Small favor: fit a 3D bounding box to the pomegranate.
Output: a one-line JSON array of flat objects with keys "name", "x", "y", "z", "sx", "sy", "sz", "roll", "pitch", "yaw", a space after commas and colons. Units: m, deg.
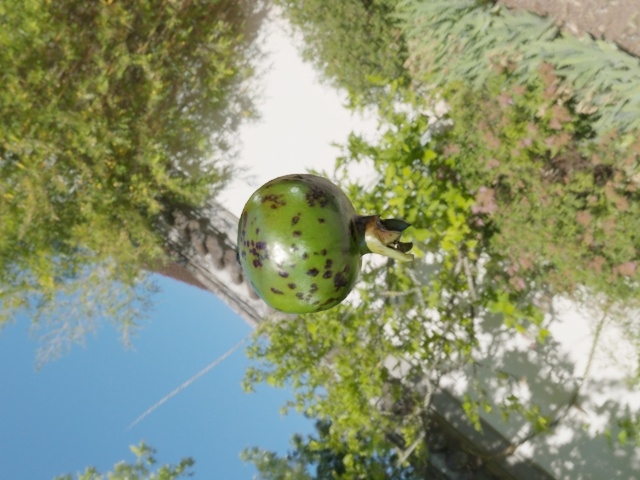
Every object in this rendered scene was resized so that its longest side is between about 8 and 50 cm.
[{"name": "pomegranate", "x": 0.000, "y": 0.000, "z": 0.926, "sx": 0.211, "sy": 0.263, "sz": 0.211, "roll": -10, "pitch": -90, "yaw": -79}]
